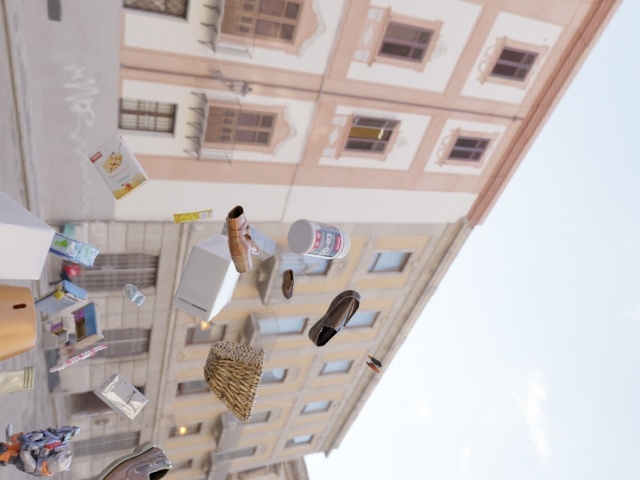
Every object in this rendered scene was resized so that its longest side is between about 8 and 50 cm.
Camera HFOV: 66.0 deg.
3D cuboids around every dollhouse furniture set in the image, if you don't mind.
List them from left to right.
[{"bbox_3d":[-1.225,0.373,2.314,0.198,0.286,0.303,66,5,34],"label":"dollhouse furniture set"}]

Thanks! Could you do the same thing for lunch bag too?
[{"bbox_3d":[-1.003,0.029,1.952,0.219,0.176,0.090,75,36,-78],"label":"lunch bag"}]

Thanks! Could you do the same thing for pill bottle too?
[{"bbox_3d":[0.000,0.000,2.243,0.161,0.283,0.161,-8,-102,40],"label":"pill bottle"}]

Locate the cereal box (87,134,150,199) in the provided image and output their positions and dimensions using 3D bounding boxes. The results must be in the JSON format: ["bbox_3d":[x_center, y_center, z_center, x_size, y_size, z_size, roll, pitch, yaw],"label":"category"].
[{"bbox_3d":[-0.906,-0.327,2.214,0.240,0.173,0.047,57,9,-6],"label":"cereal box"}]

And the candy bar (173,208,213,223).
[{"bbox_3d":[-0.496,-0.096,1.940,0.018,0.161,0.040,11,-70,59],"label":"candy bar"}]

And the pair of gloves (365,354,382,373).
[{"bbox_3d":[0.225,0.519,2.076,0.074,0.010,0.083,34,-38,20],"label":"pair of gloves"}]

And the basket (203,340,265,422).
[{"bbox_3d":[-0.332,0.512,1.827,0.299,0.213,0.223,172,-67,-85],"label":"basket"}]

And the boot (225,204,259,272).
[{"bbox_3d":[-0.209,-0.021,1.300,0.197,0.073,0.152,-114,-165,-66],"label":"boot"}]

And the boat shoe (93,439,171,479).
[{"bbox_3d":[-0.481,0.609,1.241,0.110,0.104,0.307,-59,169,12],"label":"boat shoe"}]

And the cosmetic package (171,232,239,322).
[{"bbox_3d":[-0.360,0.115,1.648,0.224,0.138,0.224,-51,166,-77],"label":"cosmetic package"}]

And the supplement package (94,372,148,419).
[{"bbox_3d":[-0.842,0.658,2.083,0.105,0.105,0.179,-16,-60,47],"label":"supplement package"}]

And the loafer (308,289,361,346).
[{"bbox_3d":[0.085,0.411,2.501,0.366,0.134,0.130,-53,-159,14],"label":"loafer"}]

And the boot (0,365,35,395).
[{"bbox_3d":[-1.064,0.502,1.657,0.077,0.165,0.213,53,-57,33],"label":"boot"}]

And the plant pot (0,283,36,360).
[{"bbox_3d":[-1.003,0.250,1.510,0.291,0.203,0.291,7,-81,50],"label":"plant pot"}]

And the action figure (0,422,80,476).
[{"bbox_3d":[-1.038,0.764,1.787,0.341,0.330,0.178,55,46,-73],"label":"action figure"}]

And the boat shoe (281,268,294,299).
[{"bbox_3d":[-0.178,0.242,2.761,0.060,0.064,0.178,-33,-130,43],"label":"boat shoe"}]

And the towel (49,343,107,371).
[{"bbox_3d":[-1.013,0.495,2.064,0.144,0.197,0.029,-27,-92,38],"label":"towel"}]

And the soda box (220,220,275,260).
[{"bbox_3d":[-0.376,-0.007,2.588,0.091,0.286,0.098,-28,-140,41],"label":"soda box"}]

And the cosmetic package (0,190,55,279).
[{"bbox_3d":[-0.982,-0.053,1.375,0.453,0.230,0.161,25,-82,31],"label":"cosmetic package"}]

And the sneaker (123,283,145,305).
[{"bbox_3d":[-0.703,0.195,1.820,0.061,0.053,0.152,32,-22,13],"label":"sneaker"}]
